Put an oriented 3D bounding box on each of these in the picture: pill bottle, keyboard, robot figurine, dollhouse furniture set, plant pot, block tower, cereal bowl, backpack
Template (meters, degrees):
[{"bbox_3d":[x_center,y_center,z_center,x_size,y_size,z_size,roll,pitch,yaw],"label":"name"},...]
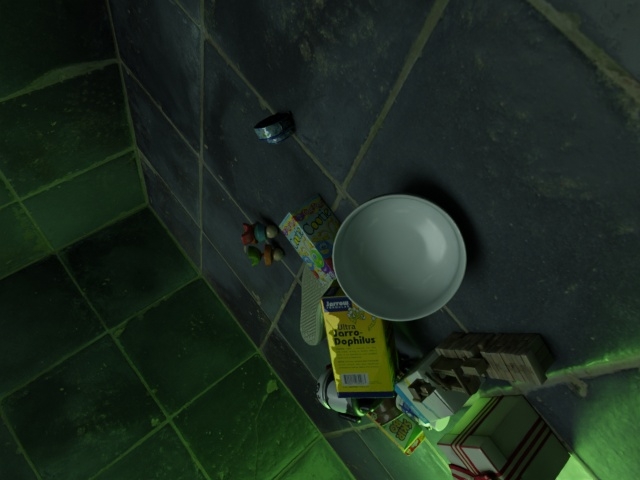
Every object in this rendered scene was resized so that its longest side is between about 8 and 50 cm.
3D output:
[{"bbox_3d":[0.391,0.639,1.711,0.186,0.112,0.112,19,136,50],"label":"pill bottle"},{"bbox_3d":[0.337,0.477,1.719,0.100,0.038,0.192,35,154,3],"label":"keyboard"},{"bbox_3d":[0.111,0.611,1.815,0.278,0.209,0.173,-3,149,40],"label":"robot figurine"},{"bbox_3d":[0.365,0.412,1.242,0.101,0.160,0.182,58,155,-4],"label":"dollhouse furniture set"},{"bbox_3d":[0.277,0.659,1.888,0.165,0.166,0.167,57,155,16],"label":"plant pot"},{"bbox_3d":[0.473,0.316,1.239,0.091,0.097,0.335,58,155,-5],"label":"block tower"},{"bbox_3d":[0.210,0.034,1.193,0.338,0.141,0.339,3,103,15],"label":"cereal bowl"},{"bbox_3d":[-0.153,-0.366,1.485,0.105,0.114,0.084,14,132,52],"label":"backpack"}]

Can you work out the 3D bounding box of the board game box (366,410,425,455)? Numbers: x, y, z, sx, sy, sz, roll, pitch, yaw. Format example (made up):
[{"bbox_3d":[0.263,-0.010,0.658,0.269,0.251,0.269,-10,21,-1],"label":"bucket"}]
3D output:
[{"bbox_3d":[0.332,0.814,1.991,0.259,0.124,0.039,39,148,30],"label":"board game box"}]

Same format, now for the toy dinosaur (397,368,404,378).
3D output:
[{"bbox_3d":[0.211,0.403,1.751,0.321,0.164,0.218,20,151,31],"label":"toy dinosaur"}]

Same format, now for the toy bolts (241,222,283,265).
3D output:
[{"bbox_3d":[-0.264,-0.015,2.099,0.229,0.158,0.219,79,-173,-55],"label":"toy bolts"}]

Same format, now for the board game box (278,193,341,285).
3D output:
[{"bbox_3d":[0.000,0.000,1.608,0.275,0.144,0.142,53,153,4],"label":"board game box"}]

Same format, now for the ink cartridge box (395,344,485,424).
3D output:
[{"bbox_3d":[0.381,0.466,1.468,0.168,0.171,0.233,48,153,15],"label":"ink cartridge box"}]

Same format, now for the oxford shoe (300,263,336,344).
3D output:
[{"bbox_3d":[0.011,0.219,1.823,0.169,0.130,0.450,32,124,44],"label":"oxford shoe"}]

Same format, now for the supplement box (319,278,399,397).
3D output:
[{"bbox_3d":[0.140,0.320,1.509,0.195,0.194,0.357,-7,102,17],"label":"supplement box"}]

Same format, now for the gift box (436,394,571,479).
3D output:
[{"bbox_3d":[0.538,0.641,1.309,0.276,0.258,0.255,51,154,12],"label":"gift box"}]

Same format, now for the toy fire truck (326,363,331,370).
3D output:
[{"bbox_3d":[0.100,0.580,2.100,0.254,0.169,0.302,-126,18,-51],"label":"toy fire truck"}]

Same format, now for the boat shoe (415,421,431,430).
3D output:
[{"bbox_3d":[0.412,0.749,1.881,0.125,0.038,0.046,49,153,14],"label":"boat shoe"}]

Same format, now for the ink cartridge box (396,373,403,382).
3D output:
[{"bbox_3d":[0.241,0.521,1.796,0.179,0.045,0.145,36,-168,26],"label":"ink cartridge box"}]
